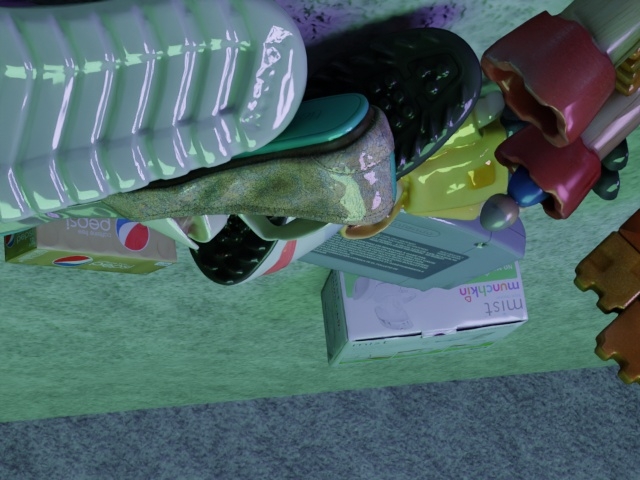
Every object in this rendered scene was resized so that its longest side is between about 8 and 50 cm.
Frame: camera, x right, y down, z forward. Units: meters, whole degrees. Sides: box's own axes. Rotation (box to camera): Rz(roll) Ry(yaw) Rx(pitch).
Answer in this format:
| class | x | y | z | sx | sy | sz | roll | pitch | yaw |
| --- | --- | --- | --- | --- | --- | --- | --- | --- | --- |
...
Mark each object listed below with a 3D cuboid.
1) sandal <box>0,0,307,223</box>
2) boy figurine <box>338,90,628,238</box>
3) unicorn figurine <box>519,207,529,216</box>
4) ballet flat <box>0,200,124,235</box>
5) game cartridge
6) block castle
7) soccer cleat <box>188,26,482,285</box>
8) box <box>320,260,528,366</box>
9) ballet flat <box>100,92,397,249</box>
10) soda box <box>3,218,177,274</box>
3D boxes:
| class | x | y | z | sx | sy | sz | roll | pitch | yaw |
| --- | --- | --- | --- | --- | --- | --- | --- | --- | --- |
| sandal | -0.218 | -0.095 | 0.745 | 0.416 | 0.169 | 0.102 | -4 | -155 | -15 |
| boy figurine | 0.134 | -0.072 | 1.035 | 0.285 | 0.092 | 0.177 | -10 | 148 | -7 |
| unicorn figurine | 0.180 | -0.023 | 1.327 | 0.162 | 0.060 | 0.111 | -13 | 161 | 27 |
| ballet flat | -0.247 | -0.051 | 1.018 | 0.213 | 0.072 | 0.068 | -6 | 138 | -11 |
| game cartridge | 0.060 | -0.017 | 1.194 | 0.297 | 0.062 | 0.198 | 15 | 152 | -26 |
| block castle | 0.310 | 0.027 | 0.795 | 0.213 | 0.453 | 0.303 | -43 | 164 | 0 |
| soccer cleat | 0.018 | -0.070 | 0.927 | 0.318 | 0.108 | 0.116 | -39 | 168 | 35 |
| box | 0.144 | 0.102 | 1.648 | 0.262 | 0.126 | 0.231 | -6 | 165 | -7 |
| ballet flat | -0.080 | -0.043 | 0.870 | 0.316 | 0.107 | 0.106 | 2 | 132 | 35 |
| soda box | -0.239 | -0.005 | 1.167 | 0.058 | 0.061 | 0.181 | -20 | 162 | 39 |
